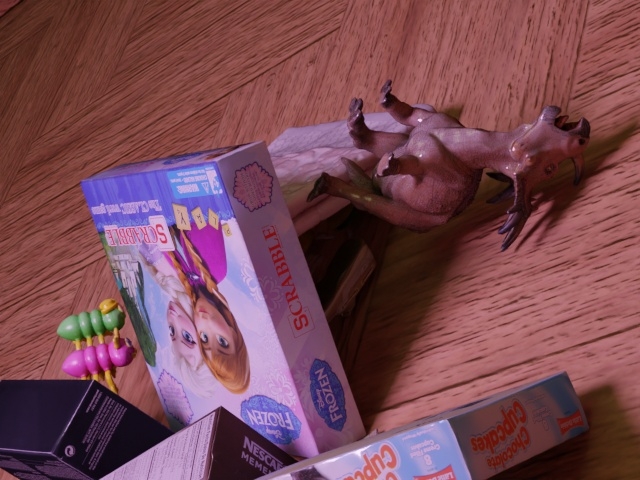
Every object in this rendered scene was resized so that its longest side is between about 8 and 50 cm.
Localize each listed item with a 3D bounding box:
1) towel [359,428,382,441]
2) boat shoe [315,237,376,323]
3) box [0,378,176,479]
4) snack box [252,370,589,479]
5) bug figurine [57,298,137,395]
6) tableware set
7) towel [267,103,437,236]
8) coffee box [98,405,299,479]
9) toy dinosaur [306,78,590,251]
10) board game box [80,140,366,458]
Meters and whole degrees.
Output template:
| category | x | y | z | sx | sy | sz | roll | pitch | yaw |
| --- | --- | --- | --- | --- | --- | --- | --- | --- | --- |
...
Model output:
| category | x | y | z | sx | sy | sz | roll | pitch | yaw |
| --- | --- | --- | --- | --- | --- | --- | --- | --- | --- |
| towel | 0.040 | 0.227 | 1.453 | 0.060 | 0.009 | 0.083 | -41 | 28 | 23 |
| boat shoe | 0.020 | 0.062 | 1.655 | 0.050 | 0.045 | 0.135 | 15 | 65 | 53 |
| box | -0.272 | 0.246 | 1.734 | 0.261 | 0.184 | 0.103 | -7 | 48 | 55 |
| snack box | 0.049 | 0.199 | 1.284 | 0.322 | 0.060 | 0.187 | -26 | -8 | 39 |
| bug figurine | -0.220 | 0.111 | 1.863 | 0.216 | 0.072 | 0.279 | -18 | 24 | -5 |
| tableware set | 0.000 | 0.000 | 1.794 | 0.104 | 0.024 | 0.154 | -1 | 56 | 62 |
| towel | -0.057 | -0.064 | 1.780 | 0.317 | 0.053 | 0.332 | -34 | 16 | -28 |
| coffee box | -0.140 | 0.288 | 1.520 | 0.246 | 0.141 | 0.098 | -33 | 31 | 32 |
| toy dinosaur | 0.118 | -0.059 | 1.520 | 0.296 | 0.200 | 0.127 | -23 | 44 | 60 |
| board game box | -0.112 | 0.065 | 1.582 | 0.066 | 0.318 | 0.319 | -25 | 11 | -31 |
